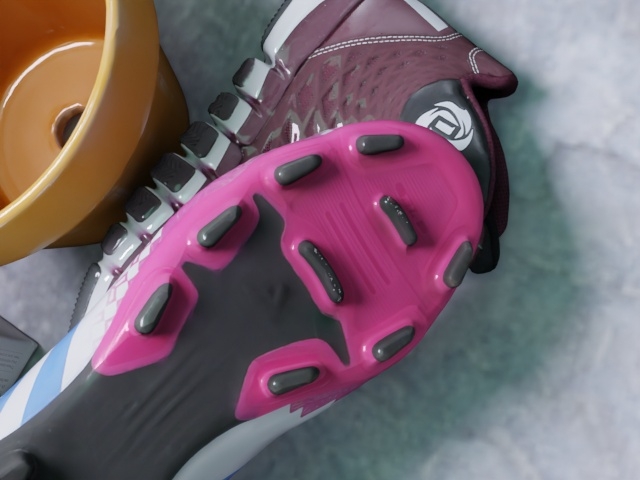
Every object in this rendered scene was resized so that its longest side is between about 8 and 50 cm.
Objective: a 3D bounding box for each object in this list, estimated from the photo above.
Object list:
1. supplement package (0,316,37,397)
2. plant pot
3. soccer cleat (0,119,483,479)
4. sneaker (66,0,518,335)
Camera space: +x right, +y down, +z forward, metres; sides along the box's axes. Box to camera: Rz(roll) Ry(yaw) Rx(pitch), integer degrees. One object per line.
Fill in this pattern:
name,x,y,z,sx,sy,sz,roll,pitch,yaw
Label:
supplement package,-0.299,0.092,0.680,0.149,0.194,0.203,32,89,20
plant pot,-0.161,-0.075,0.675,0.205,0.188,0.205,-3,79,15
soccer cleat,-0.071,0.061,0.588,0.331,0.143,0.116,-41,100,-17
sneaker,0.000,0.000,0.660,0.163,0.106,0.281,34,90,16
